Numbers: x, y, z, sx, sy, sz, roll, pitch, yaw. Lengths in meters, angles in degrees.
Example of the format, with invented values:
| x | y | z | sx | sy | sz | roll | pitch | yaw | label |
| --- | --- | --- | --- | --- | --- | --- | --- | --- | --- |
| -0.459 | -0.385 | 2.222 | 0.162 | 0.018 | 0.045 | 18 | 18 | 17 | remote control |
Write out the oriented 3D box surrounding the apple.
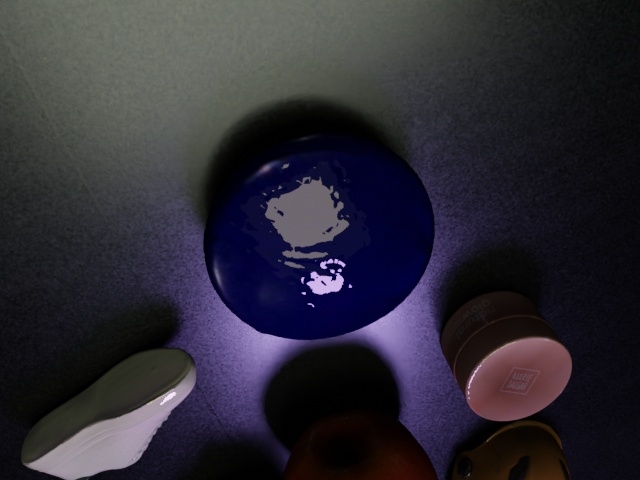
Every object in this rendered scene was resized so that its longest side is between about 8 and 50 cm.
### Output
| x | y | z | sx | sy | sz | roll | pitch | yaw | label |
| --- | --- | --- | --- | --- | --- | --- | --- | --- | --- |
| 0.057 | 0.351 | 0.959 | 0.218 | 0.218 | 0.201 | -16 | 119 | -2 | apple |

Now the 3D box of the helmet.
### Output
| x | y | z | sx | sy | sz | roll | pitch | yaw | label |
| --- | --- | --- | --- | --- | --- | --- | --- | --- | --- |
| 0.315 | 0.410 | 1.105 | 0.198 | 0.130 | 0.224 | 12 | 117 | -22 | helmet |

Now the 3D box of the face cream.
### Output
| x | y | z | sx | sy | sz | roll | pitch | yaw | label |
| --- | --- | --- | --- | --- | --- | --- | --- | --- | --- |
| 0.251 | 0.157 | 0.946 | 0.149 | 0.104 | 0.149 | -6 | 122 | -9 | face cream |

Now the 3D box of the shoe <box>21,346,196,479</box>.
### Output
| x | y | z | sx | sy | sz | roll | pitch | yaw | label |
| --- | --- | --- | --- | --- | --- | --- | --- | --- | --- |
| -0.252 | 0.232 | 0.898 | 0.265 | 0.095 | 0.110 | -28 | 129 | 12 | shoe |

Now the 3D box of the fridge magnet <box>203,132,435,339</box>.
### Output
| x | y | z | sx | sy | sz | roll | pitch | yaw | label |
| --- | --- | --- | --- | --- | --- | --- | --- | --- | --- |
| 0.000 | 0.000 | 0.790 | 0.265 | 0.113 | 0.266 | -6 | 123 | -9 | fridge magnet |
